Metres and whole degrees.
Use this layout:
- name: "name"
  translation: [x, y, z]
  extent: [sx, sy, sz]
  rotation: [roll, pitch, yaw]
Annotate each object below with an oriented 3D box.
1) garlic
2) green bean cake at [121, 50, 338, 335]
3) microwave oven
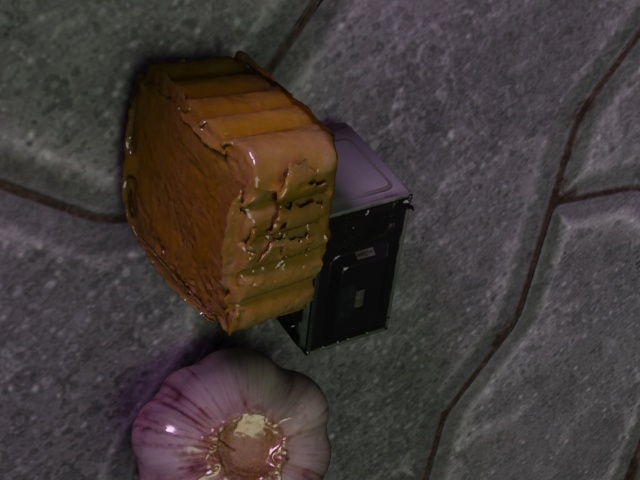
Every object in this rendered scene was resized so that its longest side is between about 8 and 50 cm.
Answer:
- name: "garlic"
  translation: [-0.110, 0.259, 1.481]
  extent: [0.245, 0.245, 0.253]
  rotation: [-25, 174, -19]
- name: "green bean cake"
  translation: [-0.089, -0.051, 1.207]
  extent: [0.131, 0.230, 0.224]
  rotation: [-16, 133, -34]
- name: "microwave oven"
  translation: [0.000, 0.000, 1.359]
  extent: [0.129, 0.163, 0.205]
  rotation: [-15, 133, -24]
